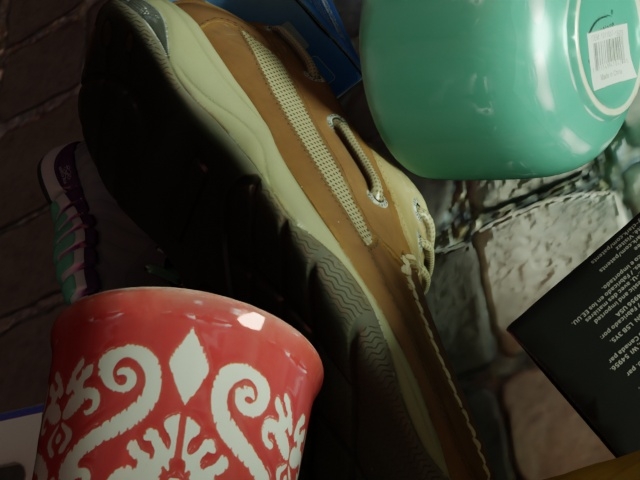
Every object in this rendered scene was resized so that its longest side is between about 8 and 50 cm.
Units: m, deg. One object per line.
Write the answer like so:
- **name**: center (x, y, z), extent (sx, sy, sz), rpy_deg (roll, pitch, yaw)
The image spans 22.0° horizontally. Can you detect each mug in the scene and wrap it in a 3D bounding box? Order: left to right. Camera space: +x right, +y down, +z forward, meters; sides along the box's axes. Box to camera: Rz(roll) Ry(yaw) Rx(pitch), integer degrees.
- **mug**: center (-0.060, 0.128, 0.648), extent (0.113, 0.150, 0.169), rpy_deg (-1, 56, 13)
- **mug**: center (0.097, -0.105, 0.779), extent (0.097, 0.129, 0.158), rpy_deg (1, 60, 36)

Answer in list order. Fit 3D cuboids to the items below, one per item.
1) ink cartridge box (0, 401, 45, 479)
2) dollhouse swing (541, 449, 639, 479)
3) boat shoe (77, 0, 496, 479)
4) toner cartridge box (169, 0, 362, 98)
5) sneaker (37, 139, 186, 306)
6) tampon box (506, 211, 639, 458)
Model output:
- **ink cartridge box**: center (-0.179, 0.235, 0.798), extent (0.303, 0.072, 0.307), rpy_deg (-14, 50, 33)
- **dollhouse swing**: center (0.078, 0.234, 0.386), extent (0.347, 0.315, 0.305), rpy_deg (-32, 82, 54)
- **boat shoe**: center (0.000, 0.000, 0.777), extent (0.324, 0.120, 0.122), rpy_deg (60, 141, 27)
- **toner cartridge box**: center (-0.088, -0.227, 0.996), extent (0.075, 0.165, 0.348), rpy_deg (-35, 44, 13)
- **sneaker**: center (-0.089, -0.003, 0.893), extent (0.098, 0.083, 0.224), rpy_deg (-34, 43, 7)
- **tampon box**: center (0.168, 0.072, 0.594), extent (0.101, 0.120, 0.161), rpy_deg (-42, 42, 4)
